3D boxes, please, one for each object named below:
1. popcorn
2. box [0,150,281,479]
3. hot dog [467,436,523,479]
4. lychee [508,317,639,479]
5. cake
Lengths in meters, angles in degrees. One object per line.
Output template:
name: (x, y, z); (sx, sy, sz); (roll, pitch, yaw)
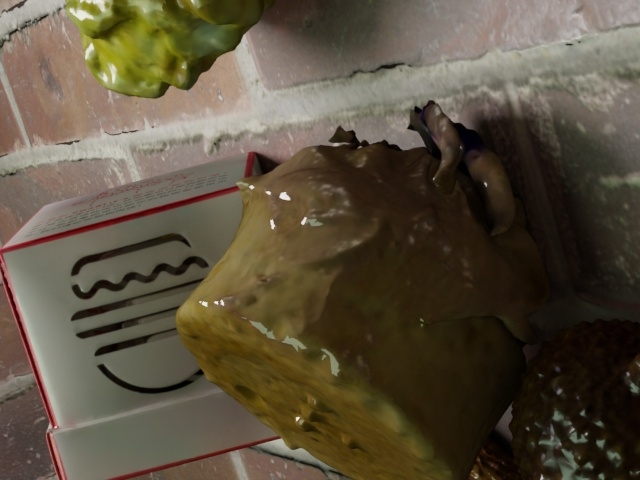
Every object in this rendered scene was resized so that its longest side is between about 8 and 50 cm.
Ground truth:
popcorn: (-0.188, -0.325, 1.408); (0.292, 0.293, 0.334); (40, 158, -13)
box: (-0.184, 0.084, 1.586); (0.312, 0.315, 0.300); (-100, -4, -78)
hot dog: (0.174, 0.275, 1.430); (0.227, 0.099, 0.160); (30, 136, 46)
lychee: (0.253, 0.163, 1.097); (0.200, 0.200, 0.238); (50, 153, 30)
cake: (0.069, 0.040, 1.240); (0.332, 0.321, 0.332); (30, 160, 12)
